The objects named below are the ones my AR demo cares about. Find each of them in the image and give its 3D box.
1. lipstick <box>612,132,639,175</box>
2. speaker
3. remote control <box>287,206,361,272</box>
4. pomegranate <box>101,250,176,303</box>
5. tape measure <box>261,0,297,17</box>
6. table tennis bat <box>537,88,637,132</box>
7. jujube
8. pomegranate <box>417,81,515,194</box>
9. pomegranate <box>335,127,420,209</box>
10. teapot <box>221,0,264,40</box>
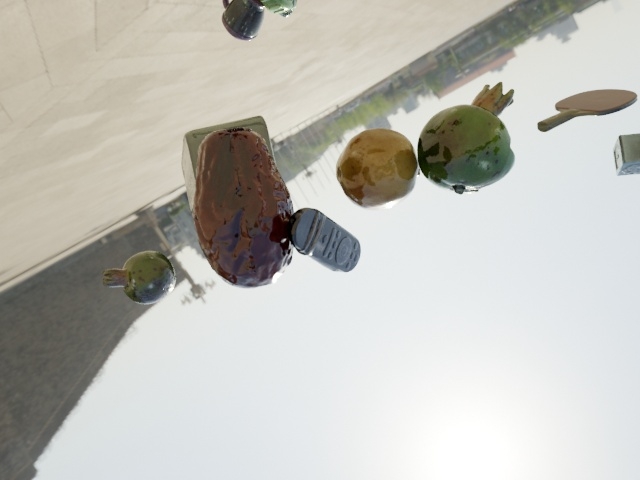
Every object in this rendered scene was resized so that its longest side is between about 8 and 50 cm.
[{"bbox_3d":[0.755,-0.180,1.016,0.317,0.068,0.066,-3,160,17],"label":"lipstick"},{"bbox_3d":[-0.244,-0.174,1.321,0.184,0.183,0.406,-13,180,-16],"label":"speaker"},{"bbox_3d":[0.000,0.000,1.005,0.066,0.090,0.266,11,169,29],"label":"remote control"},{"bbox_3d":[-0.224,0.047,0.661,0.073,0.073,0.084,-27,170,19],"label":"pomegranate"},{"bbox_3d":[-0.125,-0.716,1.459,0.087,0.177,0.154,-6,-156,24],"label":"tape measure"},{"bbox_3d":[0.538,-0.271,1.074,0.246,0.022,0.138,-25,-151,-22],"label":"table tennis bat"},{"bbox_3d":[-0.141,-0.057,0.964,0.197,0.290,0.197,-9,-176,1],"label":"jujube"},{"bbox_3d":[0.368,-0.258,1.284,0.302,0.236,0.236,-65,-161,-10],"label":"pomegranate"},{"bbox_3d":[0.150,-0.188,1.399,0.233,0.233,0.233,-30,-169,6],"label":"pomegranate"},{"bbox_3d":[-0.217,-0.683,1.531,0.116,0.148,0.146,5,149,-35],"label":"teapot"}]
